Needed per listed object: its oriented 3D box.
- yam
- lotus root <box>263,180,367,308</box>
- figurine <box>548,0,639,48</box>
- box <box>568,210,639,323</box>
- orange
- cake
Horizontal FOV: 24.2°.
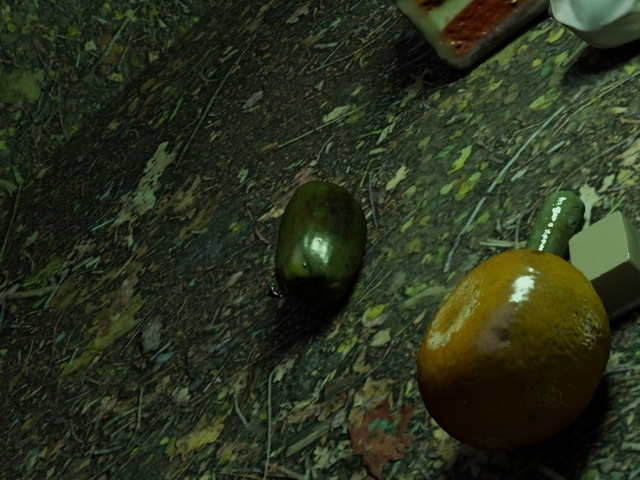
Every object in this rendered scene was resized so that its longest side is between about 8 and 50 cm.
[{"bbox_3d":[0.280,0.001,1.820,0.054,0.054,0.132,-16,37,45],"label":"yam"},{"bbox_3d":[0.000,0.000,2.149,0.123,0.124,0.241,-45,22,35],"label":"lotus root"},{"bbox_3d":[0.448,-0.358,2.050,0.276,0.133,0.200,-29,44,29],"label":"figurine"},{"bbox_3d":[0.329,0.028,1.689,0.089,0.062,0.122,-32,27,23],"label":"box"},{"bbox_3d":[0.207,0.121,1.596,0.224,0.170,0.224,-52,13,17],"label":"orange"},{"bbox_3d":[0.258,-0.455,2.377,0.309,0.237,0.230,-37,22,17],"label":"cake"}]
